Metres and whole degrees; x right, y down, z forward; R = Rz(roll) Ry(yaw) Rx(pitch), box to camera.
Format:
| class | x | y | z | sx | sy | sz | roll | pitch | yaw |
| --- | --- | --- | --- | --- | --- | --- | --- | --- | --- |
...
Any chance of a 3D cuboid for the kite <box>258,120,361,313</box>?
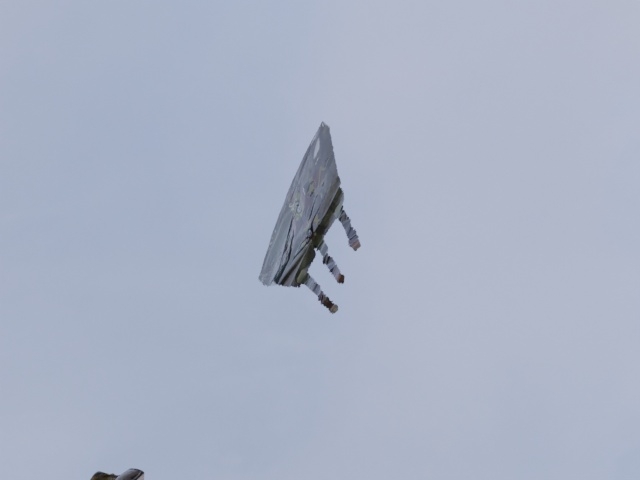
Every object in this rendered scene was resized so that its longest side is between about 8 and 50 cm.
| class | x | y | z | sx | sy | sz | roll | pitch | yaw |
| --- | --- | --- | --- | --- | --- | --- | --- | --- | --- |
| kite | -0.001 | -0.001 | 0.906 | 0.015 | 0.245 | 0.141 | 21 | -103 | 19 |

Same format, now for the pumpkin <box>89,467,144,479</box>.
| class | x | y | z | sx | sy | sz | roll | pitch | yaw |
| --- | --- | --- | --- | --- | --- | --- | --- | --- | --- |
| pumpkin | -0.204 | 0.246 | 0.961 | 0.073 | 0.101 | 0.035 | -39 | -76 | -34 |
